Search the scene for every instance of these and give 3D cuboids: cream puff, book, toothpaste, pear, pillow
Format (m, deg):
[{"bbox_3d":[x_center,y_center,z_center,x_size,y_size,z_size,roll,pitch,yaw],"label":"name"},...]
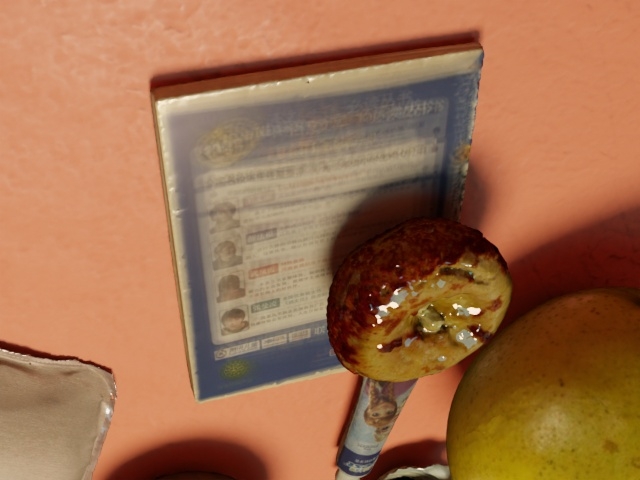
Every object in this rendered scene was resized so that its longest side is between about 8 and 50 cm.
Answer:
[{"bbox_3d":[0.071,0.040,0.763,0.149,0.084,0.149,-14,139,-12],"label":"cream puff"},{"bbox_3d":[0.000,0.000,0.768,0.228,0.018,0.322,-11,136,-12],"label":"book"},{"bbox_3d":[0.047,0.165,0.930,0.062,0.037,0.216,-5,137,-24],"label":"toothpaste"},{"bbox_3d":[0.247,0.175,0.859,0.294,0.294,0.294,-11,136,-11],"label":"pear"},{"bbox_3d":[-0.260,0.133,0.757,0.233,0.038,0.130,23,84,-39],"label":"pillow"}]

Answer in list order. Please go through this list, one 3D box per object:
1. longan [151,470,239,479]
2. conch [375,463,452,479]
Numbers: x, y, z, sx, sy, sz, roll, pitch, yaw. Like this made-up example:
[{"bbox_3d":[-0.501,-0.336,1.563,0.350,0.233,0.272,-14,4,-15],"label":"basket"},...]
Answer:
[{"bbox_3d":[-0.110,0.293,0.921,0.189,0.189,0.189,-11,136,-11],"label":"longan"},{"bbox_3d":[0.092,0.296,1.035,0.135,0.102,0.153,2,90,-15],"label":"conch"}]
